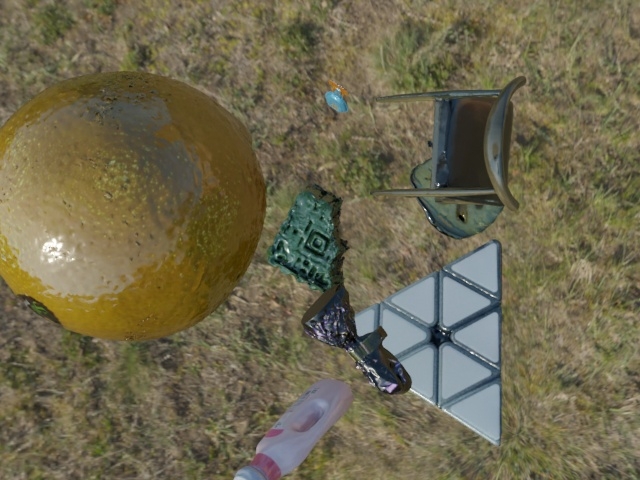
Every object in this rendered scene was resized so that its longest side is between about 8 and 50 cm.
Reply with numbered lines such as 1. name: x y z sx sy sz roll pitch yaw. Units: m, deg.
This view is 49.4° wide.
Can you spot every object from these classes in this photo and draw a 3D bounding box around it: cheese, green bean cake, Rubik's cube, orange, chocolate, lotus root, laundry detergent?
1. cheese: 0.028 -0.234 1.139 0.047 0.111 0.017 32 83 3
2. green bean cake: 0.000 0.000 1.546 0.193 0.107 0.208 30 103 8
3. Rubik's cube: 0.195 0.164 1.115 0.228 0.233 0.228 -16 108 47
4. orange: -0.192 -0.036 0.689 0.274 0.274 0.274 -4 74 15
5. chocolate: 0.050 0.114 0.752 0.147 0.072 0.070 39 118 -13
6. lotus root: 0.266 -0.107 1.371 0.183 0.078 0.203 -21 92 -8
7. laundry detergent: -0.060 0.440 1.549 0.159 0.335 0.087 -21 104 45

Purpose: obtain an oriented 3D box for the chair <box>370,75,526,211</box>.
1. chair: 0.226 -0.140 1.069 0.272 0.166 0.188 6 93 56

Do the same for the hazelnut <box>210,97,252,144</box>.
1. hazelnut: -0.208 -0.178 1.269 0.150 0.150 0.150 -4 74 15
